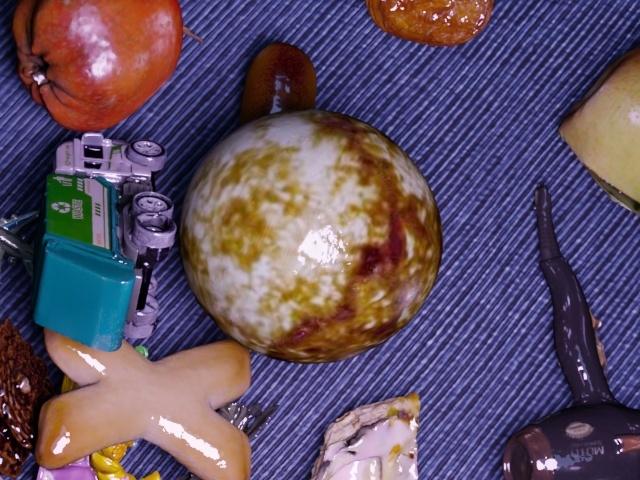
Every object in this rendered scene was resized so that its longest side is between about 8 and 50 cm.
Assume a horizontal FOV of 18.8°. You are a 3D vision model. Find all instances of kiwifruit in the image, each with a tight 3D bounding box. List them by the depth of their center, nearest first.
[{"bbox_3d":[-0.042,-0.135,1.918,0.075,0.075,0.124,7,76,-15],"label":"kiwifruit"}]

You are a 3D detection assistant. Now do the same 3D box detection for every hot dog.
[{"bbox_3d":[0.108,-0.255,1.986,0.147,0.065,0.099,9,78,-26],"label":"hot dog"}]

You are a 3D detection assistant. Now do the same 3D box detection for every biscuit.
[{"bbox_3d":[-0.157,0.143,1.762,0.208,0.047,0.164,13,57,-26],"label":"biscuit"}]

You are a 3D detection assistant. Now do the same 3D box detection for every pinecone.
[{"bbox_3d":[-0.335,0.146,1.747,0.165,0.163,0.163,-15,85,14],"label":"pinecone"}]

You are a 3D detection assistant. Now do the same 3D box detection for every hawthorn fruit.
[{"bbox_3d":[-0.192,-0.200,1.848,0.203,0.163,0.162,-32,91,-32],"label":"hawthorn fruit"}]

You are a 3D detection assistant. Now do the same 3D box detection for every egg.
[{"bbox_3d":[0.000,0.000,1.816,0.289,0.238,0.238,19,73,-52],"label":"egg"}]

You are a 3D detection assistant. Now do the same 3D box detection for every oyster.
[{"bbox_3d":[0.026,0.250,1.884,0.133,0.072,0.209,4,100,-22],"label":"oyster"}]

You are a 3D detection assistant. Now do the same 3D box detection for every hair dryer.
[{"bbox_3d":[0.299,0.102,1.981,0.304,0.120,0.359,-6,74,-26],"label":"hair dryer"}]

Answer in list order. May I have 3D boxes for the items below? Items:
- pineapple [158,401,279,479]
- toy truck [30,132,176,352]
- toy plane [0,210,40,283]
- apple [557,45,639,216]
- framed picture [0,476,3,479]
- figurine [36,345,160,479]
[{"bbox_3d":[-0.096,0.266,1.821,0.125,0.125,0.251,5,74,-16],"label":"pineapple"},{"bbox_3d":[-0.198,-0.002,1.765,0.124,0.253,0.114,7,121,-14],"label":"toy truck"},{"bbox_3d":[-0.299,0.001,1.841,0.083,0.033,0.080,29,75,-3],"label":"toy plane"},{"bbox_3d":[0.360,-0.109,1.990,0.188,0.174,0.207,38,57,-10],"label":"apple"},{"bbox_3d":[-0.366,0.232,1.705,0.289,0.211,0.020,48,36,-4],"label":"framed picture"},{"bbox_3d":[-0.194,0.169,1.811,0.115,0.095,0.156,15,82,-12],"label":"figurine"}]
